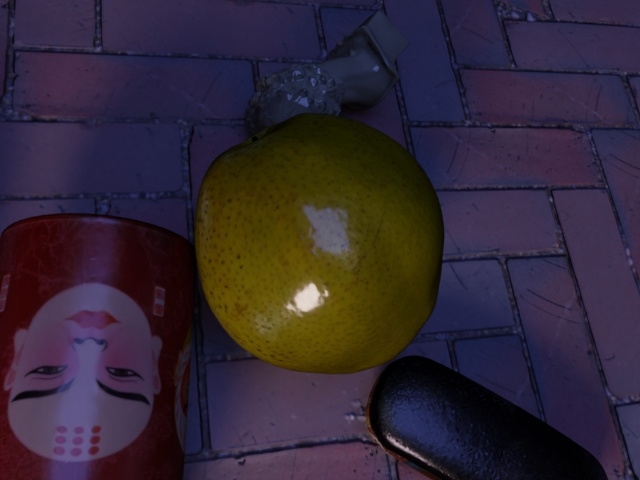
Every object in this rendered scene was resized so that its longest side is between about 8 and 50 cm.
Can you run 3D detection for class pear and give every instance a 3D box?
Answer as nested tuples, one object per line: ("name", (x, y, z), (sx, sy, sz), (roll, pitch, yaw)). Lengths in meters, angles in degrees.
("pear", (0.000, 0.000, 0.669), (0.295, 0.294, 0.294), (5, 68, -13))

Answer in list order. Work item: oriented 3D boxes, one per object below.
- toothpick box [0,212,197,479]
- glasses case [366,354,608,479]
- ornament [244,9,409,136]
("toothpick box", (-0.230, 0.164, 0.587), (0.204, 0.204, 0.333), (4, 68, -14))
("glasses case", (0.204, 0.255, 0.731), (0.321, 0.082, 0.122), (31, 66, -3))
("ornament", (0.024, -0.222, 0.848), (0.285, 0.130, 0.120), (-39, 96, -25))
